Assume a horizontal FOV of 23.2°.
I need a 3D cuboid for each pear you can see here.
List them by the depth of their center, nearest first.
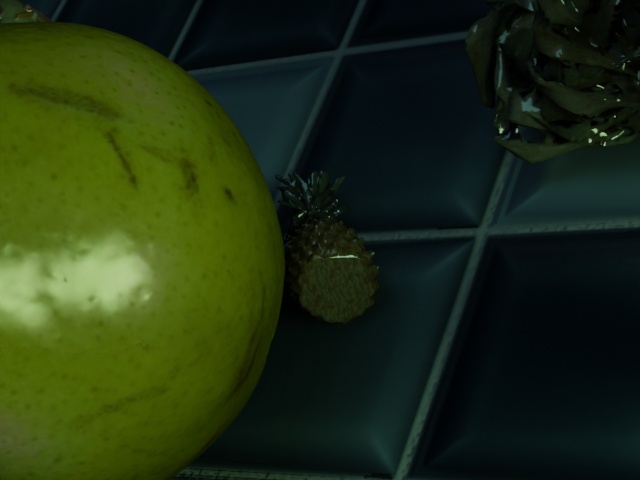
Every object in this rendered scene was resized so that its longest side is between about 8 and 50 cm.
[{"bbox_3d":[-0.180,0.010,0.842,0.285,0.336,0.285,-168,90,-70],"label":"pear"}]

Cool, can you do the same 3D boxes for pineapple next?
[{"bbox_3d":[0.185,-0.136,0.821,0.271,0.262,0.262,-15,43,51],"label":"pineapple"},{"bbox_3d":[0.000,0.000,0.943,0.058,0.058,0.124,-33,28,8],"label":"pineapple"}]

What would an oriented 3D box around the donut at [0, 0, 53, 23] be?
[{"bbox_3d":[-0.291,-0.135,1.271,0.174,0.068,0.175,-22,42,22],"label":"donut"}]
